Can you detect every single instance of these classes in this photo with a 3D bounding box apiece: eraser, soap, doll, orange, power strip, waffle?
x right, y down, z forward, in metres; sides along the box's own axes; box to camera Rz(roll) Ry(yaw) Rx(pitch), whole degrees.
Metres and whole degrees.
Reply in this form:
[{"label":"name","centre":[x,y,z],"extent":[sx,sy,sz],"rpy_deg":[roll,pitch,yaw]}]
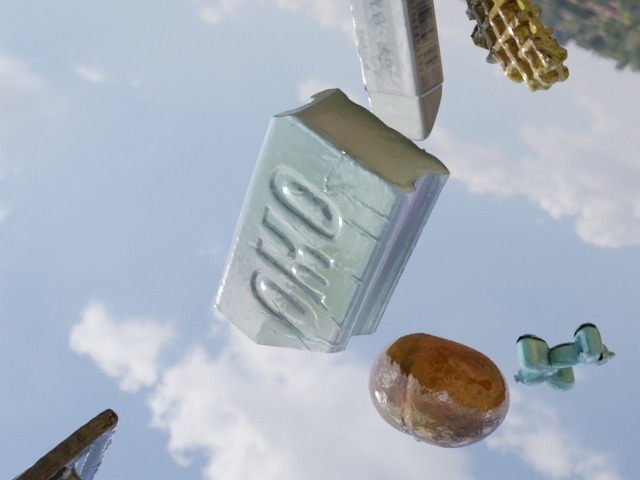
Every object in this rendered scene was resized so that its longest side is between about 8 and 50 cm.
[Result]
[{"label":"eraser","centre":[0.081,-0.286,1.164],"extent":[0.089,0.351,0.061],"rpy_deg":[15,-141,41]},{"label":"soap","centre":[0.000,0.000,1.058],"extent":[0.173,0.289,0.095],"rpy_deg":[38,-139,20]},{"label":"doll","centre":[0.351,0.179,1.489],"extent":[0.158,0.159,0.059],"rpy_deg":[37,-139,-52]},{"label":"orange","centre":[0.191,0.248,1.649],"extent":[0.240,0.171,0.240],"rpy_deg":[21,170,4]},{"label":"power strip","centre":[-0.319,0.322,1.096],"extent":[0.092,0.251,0.257],"rpy_deg":[42,-125,14]},{"label":"waffle","centre":[0.207,-0.250,1.090],"extent":[0.046,0.160,0.192],"rpy_deg":[-21,-138,-14]}]
